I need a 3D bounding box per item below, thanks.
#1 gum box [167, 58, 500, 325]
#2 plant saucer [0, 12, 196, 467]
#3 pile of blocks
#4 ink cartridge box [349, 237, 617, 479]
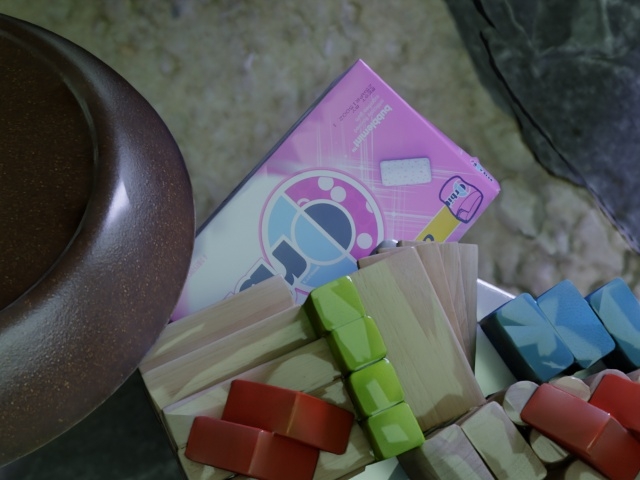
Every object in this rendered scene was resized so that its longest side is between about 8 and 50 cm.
[{"bbox_3d":[0.000,0.000,0.952,0.107,0.062,0.188,43,78,-6],"label":"gum box"},{"bbox_3d":[-0.216,-0.017,0.832,0.310,0.050,0.311,0,51,0],"label":"plant saucer"},{"bbox_3d":[0.092,0.065,0.801,0.362,0.112,0.149,0,80,-6],"label":"pile of blocks"},{"bbox_3d":[0.108,0.179,0.877,0.296,0.066,0.261,25,80,-1],"label":"ink cartridge box"}]
